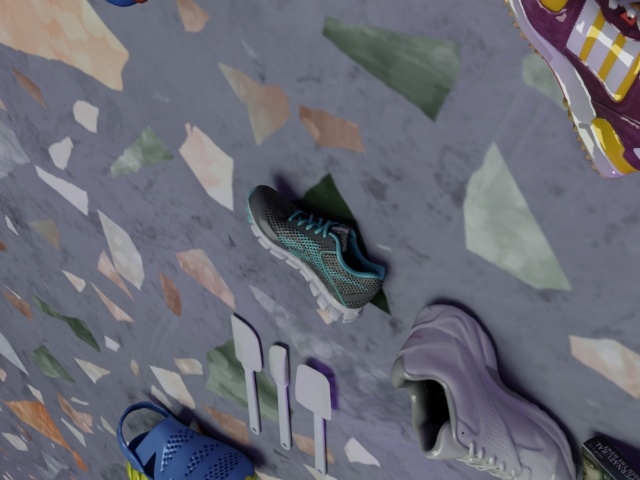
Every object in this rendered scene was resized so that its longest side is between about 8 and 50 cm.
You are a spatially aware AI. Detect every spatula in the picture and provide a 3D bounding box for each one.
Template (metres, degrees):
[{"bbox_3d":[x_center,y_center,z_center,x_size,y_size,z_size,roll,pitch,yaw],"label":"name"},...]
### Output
[{"bbox_3d":[-0.049,0.218,1.047,0.168,0.019,0.242,25,138,27],"label":"spatula"}]

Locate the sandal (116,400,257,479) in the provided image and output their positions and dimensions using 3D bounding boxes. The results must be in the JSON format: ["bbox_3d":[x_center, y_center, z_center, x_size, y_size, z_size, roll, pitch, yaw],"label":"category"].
[{"bbox_3d":[-0.231,0.342,1.261,0.317,0.126,0.138,1,119,43],"label":"sandal"}]

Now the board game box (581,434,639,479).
[{"bbox_3d":[0.290,0.270,0.672,0.186,0.026,0.126,-129,22,-55],"label":"board game box"}]

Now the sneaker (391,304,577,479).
[{"bbox_3d":[0.142,0.180,0.737,0.232,0.115,0.090,50,144,-3],"label":"sneaker"}]

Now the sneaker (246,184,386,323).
[{"bbox_3d":[0.000,0.000,0.780,0.166,0.065,0.076,46,127,-2],"label":"sneaker"}]

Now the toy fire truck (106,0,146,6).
[{"bbox_3d":[-0.218,-0.316,0.644,0.302,0.169,0.254,42,167,10],"label":"toy fire truck"}]

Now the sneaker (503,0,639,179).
[{"bbox_3d":[0.177,-0.127,0.476,0.084,0.069,0.185,-18,115,42],"label":"sneaker"}]
